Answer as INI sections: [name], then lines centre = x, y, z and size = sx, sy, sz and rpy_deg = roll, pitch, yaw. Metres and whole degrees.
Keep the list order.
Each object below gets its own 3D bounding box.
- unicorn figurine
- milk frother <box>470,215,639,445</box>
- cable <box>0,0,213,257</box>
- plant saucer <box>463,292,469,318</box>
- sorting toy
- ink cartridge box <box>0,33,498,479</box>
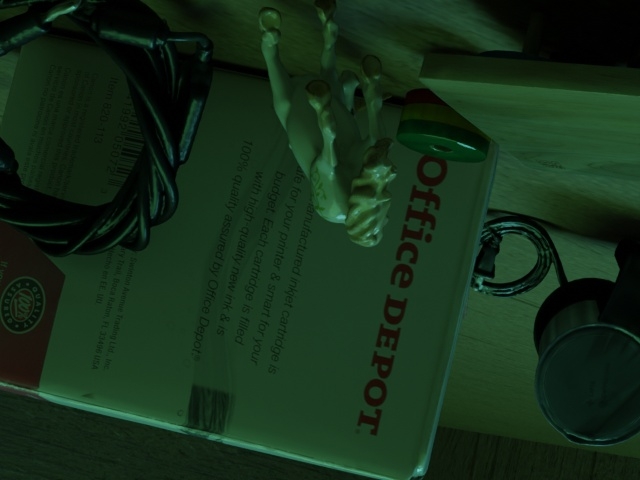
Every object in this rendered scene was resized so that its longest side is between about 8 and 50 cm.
[unicorn figurine]
centre = 0.004, -0.058, 0.737
size = 0.060, 0.162, 0.111
rpy_deg = -5, 134, 3
[milk frother]
centre = 0.161, 0.056, 1.075
size = 0.143, 0.129, 0.135
rpy_deg = 6, -169, 6
[cable]
centre = -0.140, -0.059, 0.805
size = 0.150, 0.047, 0.184
rpy_deg = 15, 134, -10
[plant saucer]
centre = 0.000, 0.000, 1.283
size = 0.258, 0.048, 0.259
rpy_deg = 12, 172, 7
[sorting toy]
centre = 0.139, -0.063, 0.670
size = 0.274, 0.046, 0.132
rpy_deg = 9, 170, 32
[ink cartridge box]
centre = -0.053, 0.014, 0.918
size = 0.283, 0.207, 0.117
rpy_deg = 13, 173, 9
